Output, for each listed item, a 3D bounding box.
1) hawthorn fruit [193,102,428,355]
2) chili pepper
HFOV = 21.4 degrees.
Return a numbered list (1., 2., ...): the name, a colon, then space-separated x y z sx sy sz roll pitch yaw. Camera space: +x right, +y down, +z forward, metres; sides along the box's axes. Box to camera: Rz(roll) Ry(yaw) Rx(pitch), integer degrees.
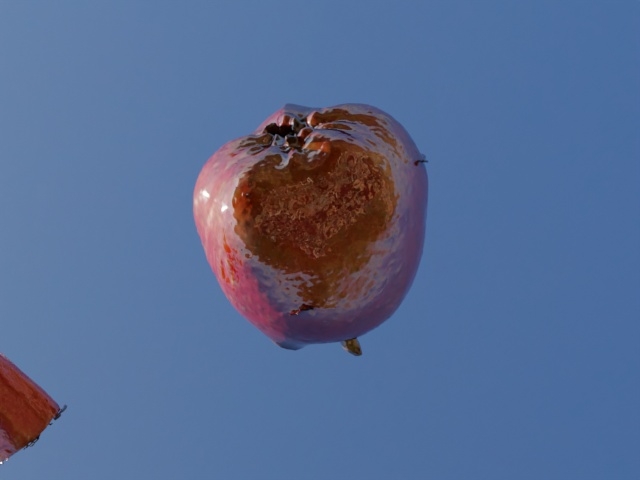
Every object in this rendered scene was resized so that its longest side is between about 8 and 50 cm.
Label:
1. hawthorn fruit: 0.000 0.000 1.309 0.185 0.185 0.202 -18 -71 -13
2. chili pepper: -0.302 0.106 1.414 0.169 0.088 0.065 49 -151 -11
